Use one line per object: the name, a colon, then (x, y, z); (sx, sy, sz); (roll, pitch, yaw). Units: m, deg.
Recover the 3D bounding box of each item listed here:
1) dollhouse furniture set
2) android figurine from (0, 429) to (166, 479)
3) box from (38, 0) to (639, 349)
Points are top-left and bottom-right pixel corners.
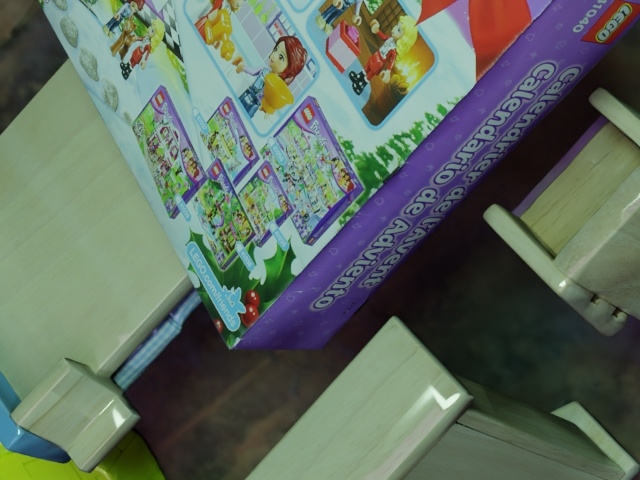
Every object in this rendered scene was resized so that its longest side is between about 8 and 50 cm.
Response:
dollhouse furniture set: (0.000, 0.000, 0.885); (0.286, 0.198, 0.303); (-48, 60, 9)
android figurine: (-0.132, 0.196, 1.028); (0.248, 0.056, 0.273); (-22, 106, 27)
box: (-0.024, -0.132, 0.751); (0.201, 0.057, 0.293); (-47, 59, 31)
